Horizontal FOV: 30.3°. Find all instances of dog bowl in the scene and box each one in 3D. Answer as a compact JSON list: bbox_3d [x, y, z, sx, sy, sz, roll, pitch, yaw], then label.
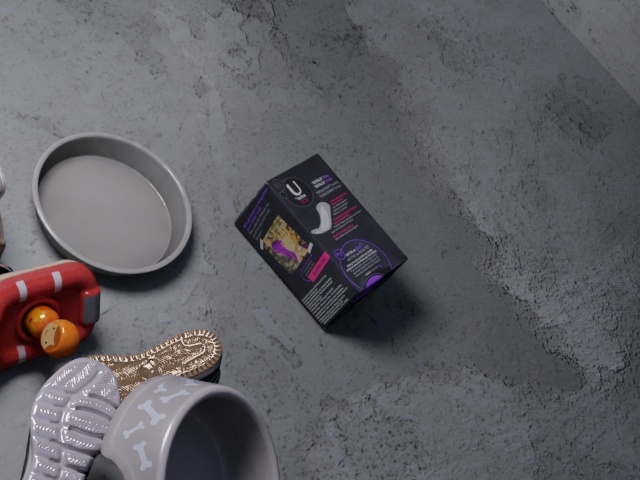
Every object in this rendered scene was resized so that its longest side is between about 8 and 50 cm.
[{"bbox_3d":[-0.180,0.369,1.740,0.349,0.102,0.349,23,63,-57],"label":"dog bowl"}]

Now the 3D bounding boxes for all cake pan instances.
[{"bbox_3d":[-0.370,-0.057,2.074,0.293,0.054,0.293,17,51,-22],"label":"cake pan"}]

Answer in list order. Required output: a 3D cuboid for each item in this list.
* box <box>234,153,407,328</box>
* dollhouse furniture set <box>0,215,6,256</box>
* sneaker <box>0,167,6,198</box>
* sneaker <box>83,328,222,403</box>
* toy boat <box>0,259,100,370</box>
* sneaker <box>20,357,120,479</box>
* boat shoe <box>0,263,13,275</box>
[{"bbox_3d":[0.000,0.000,2.212,0.270,0.143,0.165,50,45,8],"label":"box"},{"bbox_3d":[-0.646,-0.082,1.830,0.303,0.174,0.355,-6,63,-36],"label":"dollhouse furniture set"},{"bbox_3d":[-0.593,-0.072,1.772,0.252,0.111,0.103,-20,97,-22],"label":"sneaker"},{"bbox_3d":[-0.289,0.234,1.904,0.282,0.153,0.099,-17,69,-7],"label":"sneaker"},{"bbox_3d":[-0.426,0.131,1.815,0.231,0.151,0.151,-17,35,-39],"label":"toy boat"},{"bbox_3d":[-0.391,0.330,1.694,0.124,0.180,0.321,25,52,-13],"label":"sneaker"},{"bbox_3d":[-0.543,0.053,1.832,0.133,0.042,0.049,3,91,-22],"label":"boat shoe"}]
